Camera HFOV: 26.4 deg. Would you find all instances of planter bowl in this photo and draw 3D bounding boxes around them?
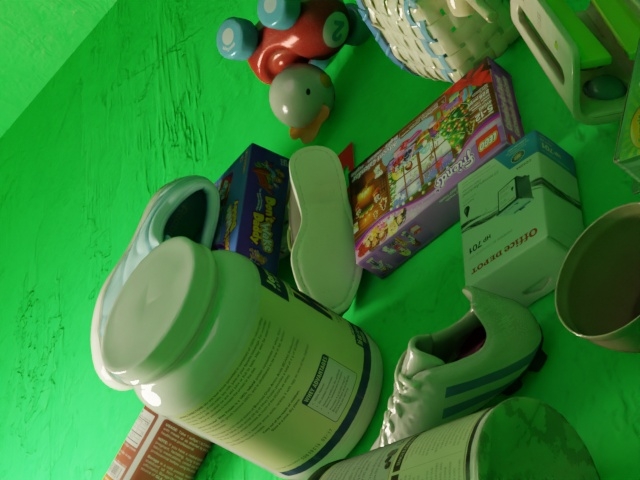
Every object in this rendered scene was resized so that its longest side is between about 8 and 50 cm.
[{"bbox_3d":[0.347,0.055,1.459,0.162,0.109,0.162,-37,35,31],"label":"planter bowl"}]

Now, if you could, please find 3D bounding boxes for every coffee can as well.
[{"bbox_3d":[0.133,0.298,1.449,0.275,0.201,0.201,-28,40,41],"label":"coffee can"}]

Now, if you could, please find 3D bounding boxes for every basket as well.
[{"bbox_3d":[0.153,-0.368,2.045,0.201,0.255,0.289,-46,42,-8],"label":"basket"}]

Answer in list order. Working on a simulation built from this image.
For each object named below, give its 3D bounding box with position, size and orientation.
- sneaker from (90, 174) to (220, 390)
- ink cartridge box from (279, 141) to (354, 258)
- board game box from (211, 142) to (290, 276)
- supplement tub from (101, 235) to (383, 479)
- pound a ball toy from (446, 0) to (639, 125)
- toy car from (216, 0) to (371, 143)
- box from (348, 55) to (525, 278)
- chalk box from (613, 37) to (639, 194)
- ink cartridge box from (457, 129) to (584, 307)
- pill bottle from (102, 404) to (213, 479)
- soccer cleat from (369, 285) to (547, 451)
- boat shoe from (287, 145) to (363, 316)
[{"bbox_3d":[-0.257,0.056,2.148,0.150,0.135,0.366,-22,50,67],"label":"sneaker"},{"bbox_3d":[-0.019,-0.072,2.212,0.179,0.045,0.145,-41,33,32],"label":"ink cartridge box"},{"bbox_3d":[-0.152,0.047,2.203,0.233,0.078,0.347,-42,33,46],"label":"board game box"},{"bbox_3d":[-0.103,0.157,1.822,0.235,0.325,0.235,-37,35,31],"label":"supplement tub"},{"bbox_3d":[0.299,-0.263,1.777,0.208,0.136,0.319,-12,35,-4],"label":"pound a ball toy"},{"bbox_3d":[-0.023,-0.283,2.323,0.210,0.219,0.238,-29,68,39],"label":"toy car"},{"bbox_3d":[0.162,-0.103,1.950,0.293,0.057,0.201,-40,34,28],"label":"box"},{"bbox_3d":[0.435,-0.129,1.434,0.289,0.179,0.180,-20,45,47],"label":"chalk box"},{"bbox_3d":[0.251,-0.022,1.712,0.139,0.082,0.191,-37,33,33],"label":"ink cartridge box"},{"bbox_3d":[-0.233,0.311,2.081,0.216,0.121,0.121,-60,29,-6],"label":"pill bottle"},{"bbox_3d":[0.122,0.191,1.633,0.331,0.143,0.116,-51,29,11],"label":"soccer cleat"},{"bbox_3d":[0.005,0.000,2.056,0.091,0.109,0.305,92,173,-54],"label":"boat shoe"}]
